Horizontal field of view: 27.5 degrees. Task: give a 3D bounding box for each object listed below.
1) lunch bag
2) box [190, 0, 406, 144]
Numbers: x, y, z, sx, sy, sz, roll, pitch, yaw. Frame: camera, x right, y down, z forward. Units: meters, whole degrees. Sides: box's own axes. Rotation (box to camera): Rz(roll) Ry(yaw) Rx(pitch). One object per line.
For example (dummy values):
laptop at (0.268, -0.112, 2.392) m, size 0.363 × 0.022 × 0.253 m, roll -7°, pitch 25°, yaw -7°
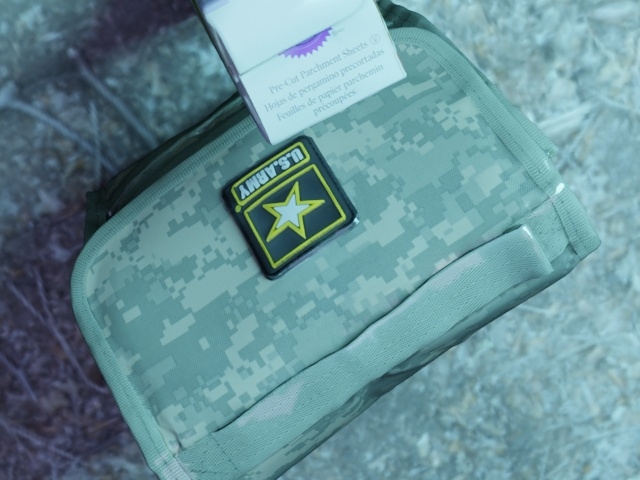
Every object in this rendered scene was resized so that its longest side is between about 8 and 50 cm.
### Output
lunch bag at (0.000, 0.000, 0.705) m, size 0.235 × 0.287 × 0.169 m, roll -34°, pitch 109°, yaw 3°
box at (-0.032, -0.126, 0.643) m, size 0.067 × 0.324 × 0.063 m, roll -26°, pitch 111°, yaw 0°
